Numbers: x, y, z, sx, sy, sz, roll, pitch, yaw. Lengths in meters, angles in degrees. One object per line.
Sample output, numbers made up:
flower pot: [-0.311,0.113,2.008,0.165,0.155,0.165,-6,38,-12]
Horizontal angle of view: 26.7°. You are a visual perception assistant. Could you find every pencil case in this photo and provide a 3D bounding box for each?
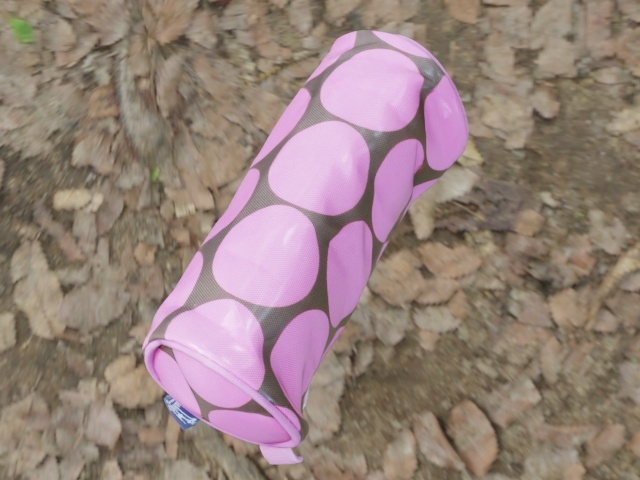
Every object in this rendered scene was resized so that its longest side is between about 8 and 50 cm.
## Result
pencil case: [0.000,0.000,0.652,0.098,0.095,0.209,44,62,-25]
